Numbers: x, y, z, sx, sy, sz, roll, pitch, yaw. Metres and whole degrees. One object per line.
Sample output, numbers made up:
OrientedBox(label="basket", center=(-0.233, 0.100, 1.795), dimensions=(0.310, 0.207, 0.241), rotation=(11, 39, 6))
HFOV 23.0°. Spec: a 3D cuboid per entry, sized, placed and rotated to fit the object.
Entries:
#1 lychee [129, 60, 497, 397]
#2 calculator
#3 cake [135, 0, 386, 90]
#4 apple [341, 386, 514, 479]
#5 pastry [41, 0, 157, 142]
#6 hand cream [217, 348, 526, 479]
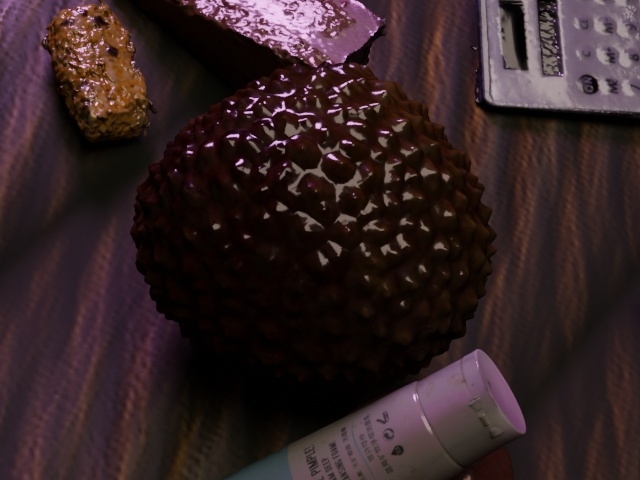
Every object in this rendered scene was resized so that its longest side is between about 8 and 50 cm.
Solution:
OrientedBox(label="lychee", center=(0.000, 0.000, 1.212), dimensions=(0.267, 0.267, 0.267), rotation=(8, 55, -12))
OrientedBox(label="calculator", center=(0.274, -0.193, 1.540), dimensions=(0.261, 0.021, 0.161), rotation=(2, 72, -12))
OrientedBox(label="cake", center=(-0.072, -0.208, 1.440), dimensions=(0.295, 0.113, 0.116), rotation=(37, 61, 24))
OrientedBox(label="apple", center=(0.073, 0.183, 1.194), dimensions=(0.153, 0.120, 0.153), rotation=(7, 57, -11))
OrientedBox(label="pastry", center=(-0.197, -0.149, 1.375), dimensions=(0.080, 0.056, 0.140), rotation=(-10, 58, -35))
OrientedBox(label="hand cream", center=(-0.002, 0.186, 1.120), dimensions=(0.312, 0.070, 0.111), rotation=(-31, 65, 16))
